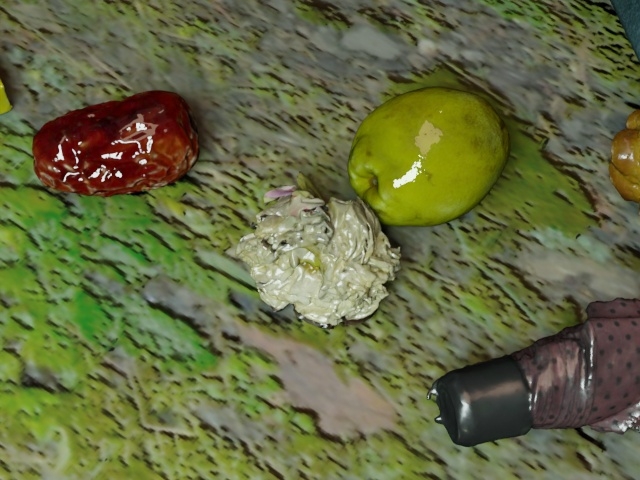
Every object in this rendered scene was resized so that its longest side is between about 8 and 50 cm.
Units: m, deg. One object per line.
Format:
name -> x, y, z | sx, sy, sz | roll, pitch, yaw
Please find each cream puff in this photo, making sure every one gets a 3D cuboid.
cream puff -> 0.285, -0.050, 0.756 | 0.116, 0.094, 0.122 | -8, 29, -10

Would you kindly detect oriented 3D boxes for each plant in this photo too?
plant -> 0.000, 0.000, 0.727 | 0.117, 0.104, 0.122 | 31, 33, -16

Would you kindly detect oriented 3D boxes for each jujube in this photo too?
jujube -> -0.159, -0.073, 0.750 | 0.129, 0.077, 0.077 | -12, 61, -4

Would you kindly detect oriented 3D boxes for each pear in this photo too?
pear -> 0.082, -0.065, 0.745 | 0.131, 0.107, 0.107 | -34, 67, -26

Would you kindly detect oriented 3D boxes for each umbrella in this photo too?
umbrella -> 0.234, 0.079, 0.676 | 0.326, 0.090, 0.094 | -10, 83, -9

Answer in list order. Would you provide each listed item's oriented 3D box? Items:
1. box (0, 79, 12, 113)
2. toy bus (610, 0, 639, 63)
box -> -0.383, -0.193, 0.826 | 0.153, 0.041, 0.279 | -23, 65, -14
toy bus -> 0.336, -0.245, 0.787 | 0.194, 0.161, 0.323 | 2, 45, -7
